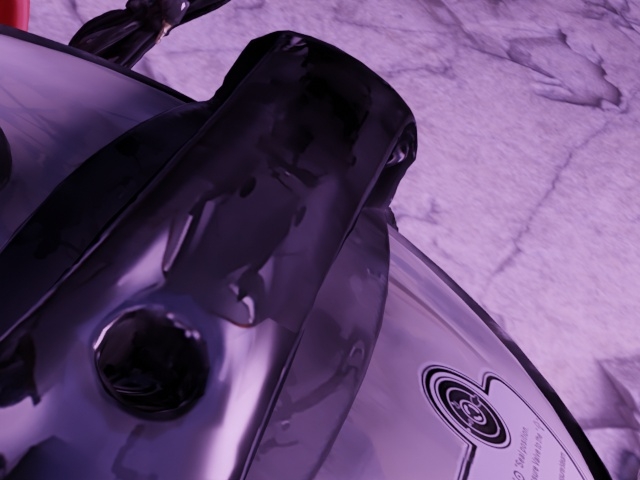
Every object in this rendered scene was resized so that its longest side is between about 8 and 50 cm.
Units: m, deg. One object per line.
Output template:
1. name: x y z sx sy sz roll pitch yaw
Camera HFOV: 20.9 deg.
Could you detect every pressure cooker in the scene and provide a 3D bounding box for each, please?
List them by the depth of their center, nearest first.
1. pressure cooker: -0.108 0.126 0.533 0.375 0.420 0.370 11 32 -39

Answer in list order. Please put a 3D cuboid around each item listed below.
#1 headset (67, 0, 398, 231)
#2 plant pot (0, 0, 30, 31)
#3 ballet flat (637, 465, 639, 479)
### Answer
1. headset: 0.000 0.000 1.065 0.394 0.185 0.243 46 20 -27
2. plant pot: -0.326 -0.109 0.866 0.243 0.275 0.275 34 25 17
3. ballet flat: 0.256 0.195 1.254 0.052 0.057 0.168 13 33 -20
